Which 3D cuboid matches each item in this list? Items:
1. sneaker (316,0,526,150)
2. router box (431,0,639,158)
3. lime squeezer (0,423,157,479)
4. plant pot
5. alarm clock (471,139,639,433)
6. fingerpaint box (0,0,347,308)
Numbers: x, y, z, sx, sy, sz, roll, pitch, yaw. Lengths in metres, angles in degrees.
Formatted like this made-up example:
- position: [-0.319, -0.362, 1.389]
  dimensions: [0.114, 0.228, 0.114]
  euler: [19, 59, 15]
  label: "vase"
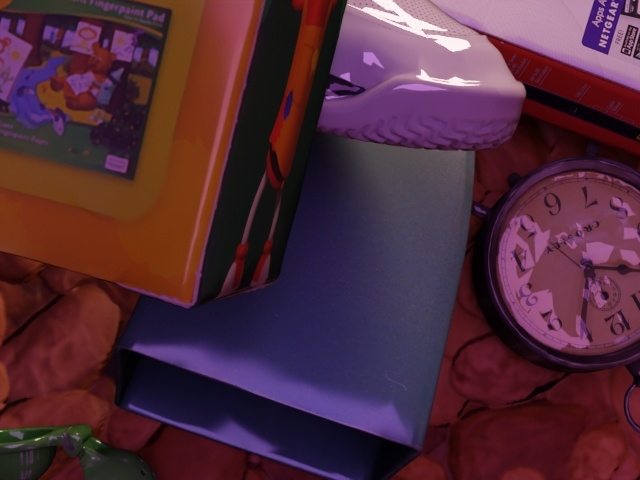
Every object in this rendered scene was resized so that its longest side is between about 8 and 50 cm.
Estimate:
- position: [-0.029, -0.200, 0.768]
  dimensions: [0.366, 0.137, 0.210]
  euler: [33, 113, 24]
  label: "sneaker"
- position: [0.161, -0.240, 0.945]
  dimensions: [0.301, 0.082, 0.335]
  euler: [20, 71, -2]
  label: "router box"
- position: [-0.167, 0.153, 0.903]
  dimensions: [0.310, 0.059, 0.110]
  euler: [31, 112, 0]
  label: "lime squeezer"
- position: [0.000, 0.000, 0.882]
  dimensions: [0.165, 0.165, 0.234]
  euler: [20, 72, -2]
  label: "plant pot"
- position: [0.168, 0.034, 0.937]
  dimensions: [0.129, 0.064, 0.192]
  euler: [-26, 81, -9]
  label: "alarm clock"
- position: [-0.197, -0.208, 0.660]
  dimensions: [0.444, 0.163, 0.371]
  euler: [14, 95, 10]
  label: "fingerpaint box"
